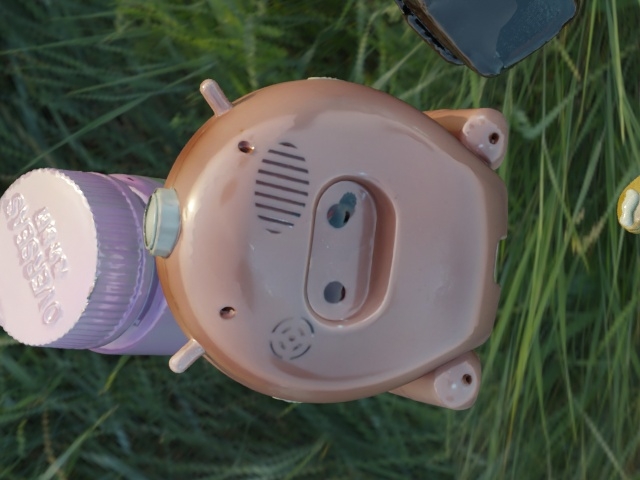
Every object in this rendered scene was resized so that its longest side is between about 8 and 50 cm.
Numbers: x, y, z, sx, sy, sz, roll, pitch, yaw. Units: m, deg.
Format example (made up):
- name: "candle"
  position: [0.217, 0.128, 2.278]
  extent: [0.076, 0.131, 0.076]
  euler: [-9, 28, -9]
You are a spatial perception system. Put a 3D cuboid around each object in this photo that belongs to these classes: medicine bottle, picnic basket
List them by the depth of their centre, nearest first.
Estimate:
- name: "medicine bottle"
  position: [-0.168, 0.025, 1.506]
  extent: [0.178, 0.291, 0.178]
  euler: [-5, 82, 41]
- name: "picnic basket"
  position: [0.174, -0.319, 1.712]
  extent: [0.222, 0.129, 0.297]
  euler: [-36, 120, 12]

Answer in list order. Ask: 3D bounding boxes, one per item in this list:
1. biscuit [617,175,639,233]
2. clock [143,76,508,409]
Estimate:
- name: "biscuit"
  position: [0.441, -0.062, 1.671]
  extent: [0.240, 0.035, 0.158]
  euler: [10, 80, 43]
- name: "clock"
  position: [0.000, 0.000, 1.042]
  extent: [0.241, 0.142, 0.227]
  euler: [8, 89, -22]
